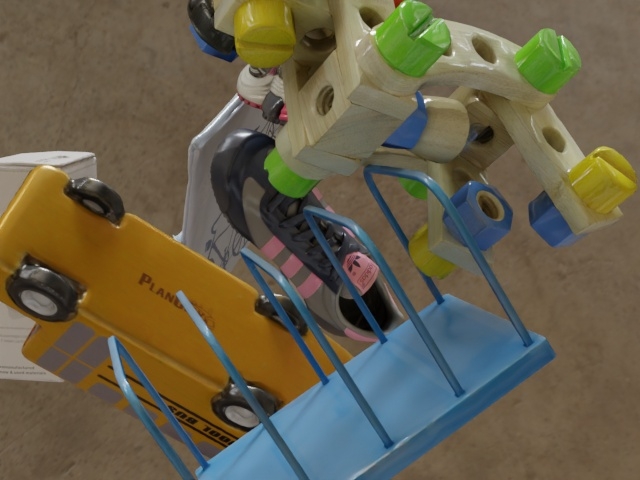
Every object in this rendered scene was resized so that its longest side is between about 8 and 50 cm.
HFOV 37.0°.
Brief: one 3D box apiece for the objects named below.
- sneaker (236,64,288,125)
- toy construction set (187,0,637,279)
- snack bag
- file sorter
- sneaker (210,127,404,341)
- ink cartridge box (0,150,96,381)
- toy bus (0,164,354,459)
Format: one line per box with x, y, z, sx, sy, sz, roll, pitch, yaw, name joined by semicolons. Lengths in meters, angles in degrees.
-0.011;-0.184;1.055;0.121;0.299;0.112;15;100;-18;sneaker
0.029;-0.136;0.540;0.215;0.151;0.328;15;35;-29;toy construction set
-0.126;-0.065;1.269;0.037;0.342;0.323;21;40;9;snack bag
-0.003;0.051;0.459;0.170;0.118;0.104;-34;104;-9;file sorter
0.000;0.000;1.071;0.112;0.131;0.319;-54;134;-19;sneaker
-0.292;0.020;1.000;0.092;0.158;0.218;3;99;0;ink cartridge box
-0.120;0.081;0.780;0.332;0.130;0.108;33;49;-17;toy bus
